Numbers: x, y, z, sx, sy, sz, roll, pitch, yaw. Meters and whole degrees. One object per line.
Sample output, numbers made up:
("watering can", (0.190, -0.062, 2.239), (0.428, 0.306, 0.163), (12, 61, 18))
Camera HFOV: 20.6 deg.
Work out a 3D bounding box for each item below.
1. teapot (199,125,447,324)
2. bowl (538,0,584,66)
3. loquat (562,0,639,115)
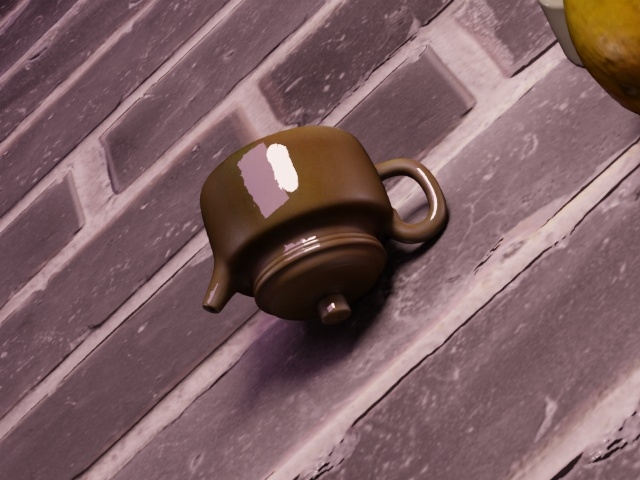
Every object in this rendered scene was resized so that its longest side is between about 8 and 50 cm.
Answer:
("teapot", (0.000, 0.000, 1.769), (0.268, 0.185, 0.175), (-19, 66, -5))
("bowl", (0.298, -0.289, 1.772), (0.211, 0.112, 0.211), (-35, 29, 23))
("loquat", (0.323, -0.193, 1.529), (0.213, 0.213, 0.246), (-38, 61, 17))
